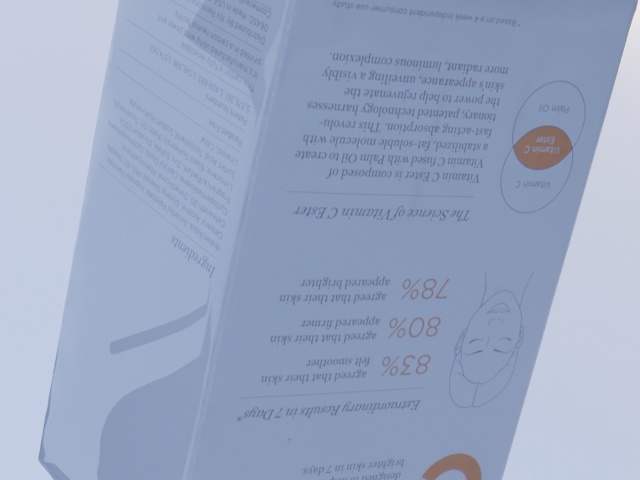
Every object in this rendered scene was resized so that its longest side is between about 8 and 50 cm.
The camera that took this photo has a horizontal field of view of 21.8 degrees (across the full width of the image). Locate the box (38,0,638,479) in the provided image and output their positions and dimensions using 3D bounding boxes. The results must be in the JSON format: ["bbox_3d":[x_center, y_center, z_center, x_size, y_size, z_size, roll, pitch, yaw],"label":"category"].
[{"bbox_3d":[0.000,0.000,0.904,0.215,0.345,0.168,0,-158,-35],"label":"box"}]
